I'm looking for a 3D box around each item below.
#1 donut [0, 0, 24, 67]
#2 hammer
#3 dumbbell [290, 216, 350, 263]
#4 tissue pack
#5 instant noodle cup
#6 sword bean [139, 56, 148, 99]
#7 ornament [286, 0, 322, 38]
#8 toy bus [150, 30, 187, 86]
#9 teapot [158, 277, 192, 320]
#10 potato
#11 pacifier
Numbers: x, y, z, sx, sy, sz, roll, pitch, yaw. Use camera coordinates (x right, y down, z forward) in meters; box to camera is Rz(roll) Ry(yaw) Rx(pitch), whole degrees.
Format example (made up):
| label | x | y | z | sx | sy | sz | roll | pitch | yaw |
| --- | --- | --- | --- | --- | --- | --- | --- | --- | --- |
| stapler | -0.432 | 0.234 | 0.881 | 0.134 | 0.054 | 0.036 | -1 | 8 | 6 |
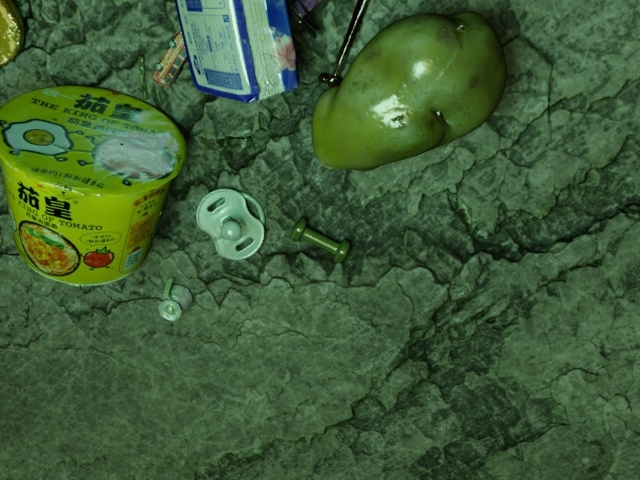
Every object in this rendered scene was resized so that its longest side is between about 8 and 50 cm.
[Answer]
| label | x | y | z | sx | sy | sz | roll | pitch | yaw |
| --- | --- | --- | --- | --- | --- | --- | --- | --- | --- |
| donut | -0.623 | -0.402 | 1.227 | 0.162 | 0.065 | 0.179 | -14 | 112 | 13 |
| hammer | 0.053 | -0.342 | 1.143 | 0.065 | 0.021 | 0.178 | 22 | 116 | 0 |
| dumbbell | 0.000 | 0.000 | 1.309 | 0.117 | 0.046 | 0.052 | 28 | 123 | -4 |
| tissue pack | -0.137 | -0.369 | 1.064 | 0.137 | 0.209 | 0.270 | -23 | 117 | -27 |
| instant noodle cup | -0.422 | -0.090 | 1.217 | 0.325 | 0.326 | 0.254 | 22 | 127 | 0 |
| sword bean | -0.330 | -0.301 | 1.245 | 0.012 | 0.012 | 0.083 | 6 | 119 | 9 |
| ornament | 0.021 | -0.436 | 1.077 | 0.203 | 0.088 | 0.081 | -46 | 76 | 14 |
| toy bus | -0.262 | -0.328 | 1.207 | 0.043 | 0.031 | 0.110 | 34 | 118 | -14 |
| teapot | -0.313 | 0.126 | 1.427 | 0.064 | 0.064 | 0.083 | -8 | 115 | 14 |
| potato | 0.130 | -0.229 | 1.082 | 0.351 | 0.218 | 0.203 | -37 | 64 | 29 |
| pacifier | -0.166 | -0.029 | 1.293 | 0.126 | 0.116 | 0.150 | -28 | 106 | -4 |
